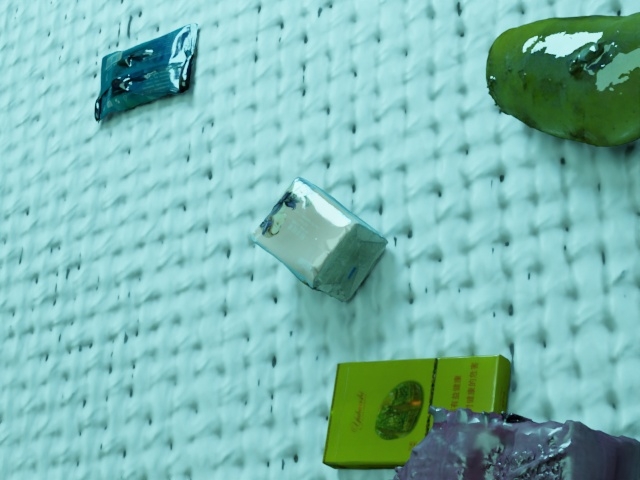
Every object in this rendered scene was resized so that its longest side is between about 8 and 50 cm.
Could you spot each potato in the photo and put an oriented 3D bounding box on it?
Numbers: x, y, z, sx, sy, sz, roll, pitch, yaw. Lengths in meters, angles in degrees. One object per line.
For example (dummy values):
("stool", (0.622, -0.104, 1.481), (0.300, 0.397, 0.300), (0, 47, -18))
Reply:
("potato", (0.201, -0.128, 1.026), (0.188, 0.085, 0.105), (16, 77, 48))

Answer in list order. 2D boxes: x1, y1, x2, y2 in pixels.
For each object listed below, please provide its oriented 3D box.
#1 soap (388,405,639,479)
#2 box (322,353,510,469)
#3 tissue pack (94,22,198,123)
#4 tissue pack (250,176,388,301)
("soap", (0.102, 0.274, 0.855), (0.220, 0.127, 0.325), (-8, 61, 49))
("box", (0.073, 0.135, 1.041), (0.155, 0.023, 0.087), (-7, 67, 37))
("tissue pack", (-0.188, -0.177, 1.410), (0.138, 0.028, 0.085), (-13, 60, 31))
("tissue pack", (0.000, 0.000, 1.142), (0.094, 0.058, 0.074), (36, 91, 43))
